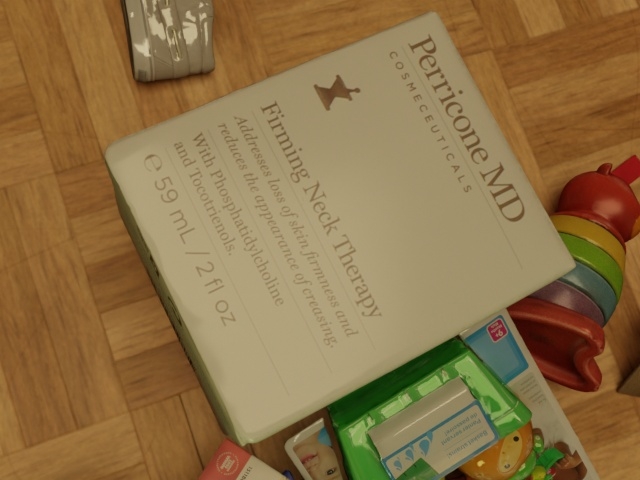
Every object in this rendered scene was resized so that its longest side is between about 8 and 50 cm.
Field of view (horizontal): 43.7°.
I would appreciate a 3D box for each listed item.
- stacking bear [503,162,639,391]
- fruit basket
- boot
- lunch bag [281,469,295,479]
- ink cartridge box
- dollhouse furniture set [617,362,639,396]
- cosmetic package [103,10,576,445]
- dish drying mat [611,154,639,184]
[{"bbox_3d":[0.350,0.028,1.093,0.164,0.175,0.289,19,62,27],"label":"stacking bear"},{"bbox_3d":[0.178,0.311,0.995,0.327,0.165,0.353,-30,94,-4],"label":"fruit basket"},{"bbox_3d":[-0.215,-0.349,1.114,0.123,0.095,0.259,-8,89,-17],"label":"boot"},{"bbox_3d":[-0.048,0.381,0.985,0.128,0.096,0.151,-37,96,-14],"label":"lunch bag"},{"bbox_3d":[-0.057,0.332,0.921,0.198,0.067,0.115,29,72,13],"label":"ink cartridge box"},{"bbox_3d":[0.512,0.139,1.160,0.144,0.123,0.151,12,42,-7],"label":"dollhouse furniture set"},{"bbox_3d":[0.000,0.000,0.950,0.393,0.327,0.330,-26,84,-14],"label":"cosmetic package"},{"bbox_3d":[0.455,-0.095,1.206,0.083,0.008,0.032,-35,87,-15],"label":"dish drying mat"}]
